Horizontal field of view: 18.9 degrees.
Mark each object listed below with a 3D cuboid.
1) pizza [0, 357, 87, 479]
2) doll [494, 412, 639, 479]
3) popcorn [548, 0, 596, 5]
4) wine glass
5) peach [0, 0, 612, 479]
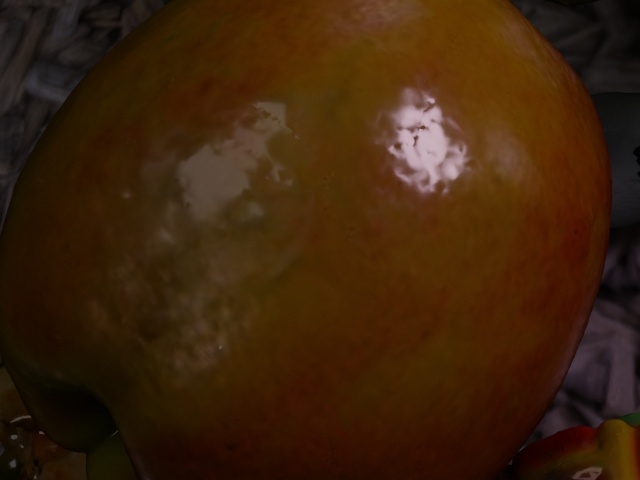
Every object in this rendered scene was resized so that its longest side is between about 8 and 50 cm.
[{"bbox_3d":[-0.089,0.139,1.208,0.435,0.080,0.392,-54,44,-2],"label":"pizza"},{"bbox_3d":[0.146,0.250,0.880,0.182,0.160,0.363,-23,52,27],"label":"doll"},{"bbox_3d":[0.151,-0.298,1.131,0.321,0.290,0.326,-34,66,17],"label":"popcorn"},{"bbox_3d":[0.141,-0.043,1.123,0.195,0.079,0.079,-8,60,38],"label":"wine glass"},{"bbox_3d":[0.000,0.000,0.960,0.308,0.308,0.332,22,66,45],"label":"peach"}]
